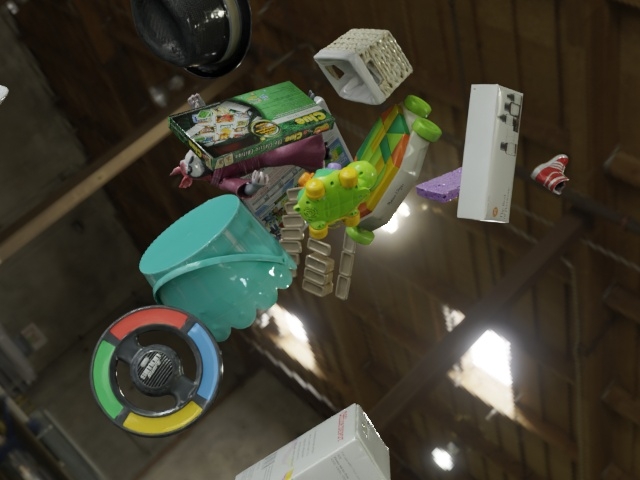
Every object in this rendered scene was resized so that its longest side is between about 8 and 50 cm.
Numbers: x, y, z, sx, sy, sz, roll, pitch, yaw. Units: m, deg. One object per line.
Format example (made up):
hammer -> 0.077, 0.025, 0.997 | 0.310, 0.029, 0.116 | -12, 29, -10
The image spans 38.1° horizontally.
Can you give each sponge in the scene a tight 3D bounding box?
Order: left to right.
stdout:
sponge -> 0.374, -0.159, 2.495 | 0.117, 0.210, 0.031 | 23, -48, 56

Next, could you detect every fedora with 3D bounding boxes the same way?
fedora -> -0.316, -0.505, 2.063 | 0.334, 0.152, 0.334 | 15, -58, 25

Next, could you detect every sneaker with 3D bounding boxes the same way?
sneaker -> 0.480, -0.132, 1.864 | 0.067, 0.118, 0.042 | 41, -44, 25

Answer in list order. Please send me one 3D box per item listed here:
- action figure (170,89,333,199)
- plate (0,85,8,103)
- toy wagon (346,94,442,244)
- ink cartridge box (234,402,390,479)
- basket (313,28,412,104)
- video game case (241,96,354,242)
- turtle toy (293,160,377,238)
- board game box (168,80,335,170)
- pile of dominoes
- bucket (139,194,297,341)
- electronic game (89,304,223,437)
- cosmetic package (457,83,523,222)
action figure -> -0.174, -0.217, 2.145 | 0.276, 0.370, 0.248 | 115, -47, -81
plate -> -0.571, -0.131, 1.134 | 0.277, 0.278, 0.045 | 15, -47, 11
toy wagon -> 0.126, -0.159, 1.835 | 0.068, 0.267, 0.344 | 24, 25, -16
ink cartridge box -> -0.014, 0.329, 1.262 | 0.093, 0.212, 0.154 | 55, 6, -4
basket -> 0.083, -0.341, 1.792 | 0.113, 0.103, 0.167 | 53, -13, -26
video game case -> -0.062, -0.173, 2.484 | 0.036, 0.329, 0.300 | 32, -21, 44
turtle toy -> 0.021, -0.066, 1.237 | 0.066, 0.130, 0.095 | 53, -24, 42
board game box -> -0.116, -0.202, 1.591 | 0.136, 0.259, 0.030 | 43, -41, 33
pile of dominoes -> 0.000, 0.000, 2.048 | 0.196, 0.040, 0.251 | 23, -61, 27
bucket -> -0.210, 0.053, 1.838 | 0.183, 0.281, 0.281 | 54, -21, -23
electronic game -> -0.283, 0.225, 1.602 | 0.229, 0.229, 0.048 | 45, -10, 10
cosmetic package -> 0.307, -0.154, 1.669 | 0.060, 0.099, 0.239 | 8, -87, 41
